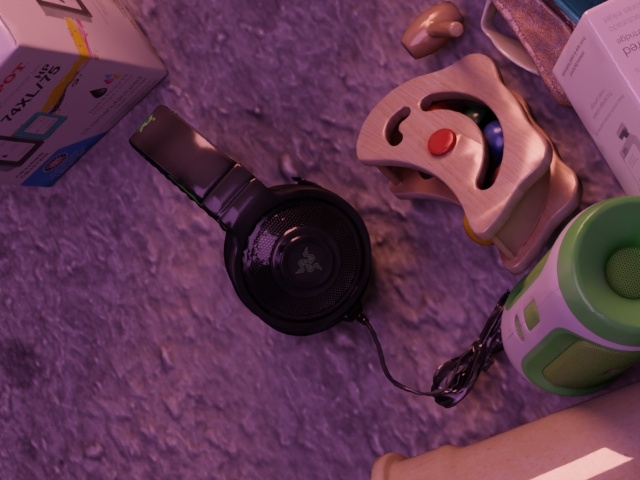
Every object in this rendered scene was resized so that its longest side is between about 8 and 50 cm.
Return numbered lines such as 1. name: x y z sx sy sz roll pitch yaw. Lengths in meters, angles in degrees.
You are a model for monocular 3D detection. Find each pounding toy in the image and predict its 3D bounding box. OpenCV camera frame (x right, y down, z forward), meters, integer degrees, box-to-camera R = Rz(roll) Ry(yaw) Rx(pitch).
1. pounding toy: 0.106 -0.100 1.599 0.154 0.155 0.269 -37 46 10

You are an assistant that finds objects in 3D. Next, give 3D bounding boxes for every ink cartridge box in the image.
1. ink cartridge box: -0.336 -0.191 1.773 0.198 0.270 0.197 -41 73 20
2. ink cartridge box: 0.359 -0.090 1.470 0.207 0.117 0.283 -26 75 -14

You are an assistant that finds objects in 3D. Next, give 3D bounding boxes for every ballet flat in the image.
1. ballet flat: 0.164 -0.249 1.629 0.316 0.107 0.106 56 137 18

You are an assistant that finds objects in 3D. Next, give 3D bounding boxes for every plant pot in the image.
1. plant pot: 0.258 0.259 1.479 0.305 0.334 0.334 -30 77 11

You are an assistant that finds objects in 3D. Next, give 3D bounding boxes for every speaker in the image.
1. speaker: 0.231 0.052 1.470 0.131 0.296 0.131 1 76 -4

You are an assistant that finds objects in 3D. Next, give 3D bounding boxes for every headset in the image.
1. headset: 0.000 0.000 1.648 0.394 0.243 0.185 43 87 5
